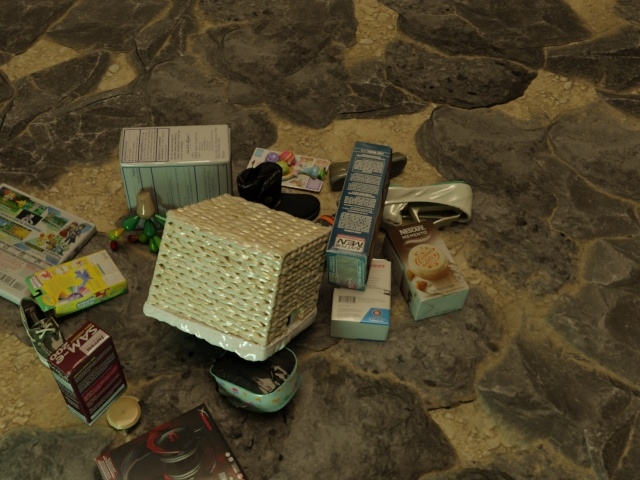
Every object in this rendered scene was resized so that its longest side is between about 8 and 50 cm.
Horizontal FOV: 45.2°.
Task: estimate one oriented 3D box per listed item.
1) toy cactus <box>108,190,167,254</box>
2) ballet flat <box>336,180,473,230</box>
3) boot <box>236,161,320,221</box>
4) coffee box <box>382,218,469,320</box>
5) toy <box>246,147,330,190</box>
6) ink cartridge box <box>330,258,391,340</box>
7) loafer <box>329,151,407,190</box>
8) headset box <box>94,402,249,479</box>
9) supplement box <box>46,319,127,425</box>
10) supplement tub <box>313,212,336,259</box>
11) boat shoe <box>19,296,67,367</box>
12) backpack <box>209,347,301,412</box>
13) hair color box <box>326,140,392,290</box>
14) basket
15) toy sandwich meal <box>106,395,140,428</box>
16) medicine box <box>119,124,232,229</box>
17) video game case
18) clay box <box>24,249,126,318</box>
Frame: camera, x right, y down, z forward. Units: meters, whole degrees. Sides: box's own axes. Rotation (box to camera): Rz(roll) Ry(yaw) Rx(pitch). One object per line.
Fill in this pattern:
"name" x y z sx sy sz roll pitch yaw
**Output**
"toy cactus" -0.466 -0.041 2.055 0.219 0.180 0.112 2 32 7
"ballet flat" 0.249 -0.091 2.187 0.401 0.139 0.139 -4 52 -9
"boot" -0.111 -0.129 2.132 0.247 0.207 0.094 -14 53 -15
"coffee box" 0.276 0.076 2.061 0.141 0.098 0.246 -13 53 -14
"toy" -0.100 -0.228 2.310 0.237 0.056 0.136 13 50 7
"ink cartridge box" 0.105 0.149 1.998 0.148 0.085 0.203 5 50 2
"loafer" 0.138 -0.226 2.299 0.251 0.094 0.087 -14 58 -14
"headset box" -0.329 0.521 1.654 0.293 0.110 0.218 -24 57 -21
"supplement box" -0.521 0.302 1.735 0.073 0.239 0.130 30 55 19
"supplement tub" 0.000 0.000 2.101 0.106 0.106 0.198 38 57 24
"boat shoe" -0.682 0.227 1.893 0.078 0.070 0.219 -32 60 -26
"backpack" -0.141 0.318 1.802 0.189 0.144 0.166 12 44 31
"hair color box" 0.103 -0.065 1.980 0.105 0.173 0.347 10 60 9
"basket" -0.183 0.075 1.835 0.332 0.266 0.328 20 18 17
"toy sandwich meal" -0.458 0.403 1.796 0.086 0.029 0.085 2 56 -3
"medicine box" -0.387 -0.171 2.111 0.290 0.263 0.149 -2 51 -6
"video game case" -0.832 0.005 2.087 0.329 0.036 0.300 23 53 15
"clay box" -0.629 0.114 1.978 0.222 0.053 0.127 -22 55 -32
